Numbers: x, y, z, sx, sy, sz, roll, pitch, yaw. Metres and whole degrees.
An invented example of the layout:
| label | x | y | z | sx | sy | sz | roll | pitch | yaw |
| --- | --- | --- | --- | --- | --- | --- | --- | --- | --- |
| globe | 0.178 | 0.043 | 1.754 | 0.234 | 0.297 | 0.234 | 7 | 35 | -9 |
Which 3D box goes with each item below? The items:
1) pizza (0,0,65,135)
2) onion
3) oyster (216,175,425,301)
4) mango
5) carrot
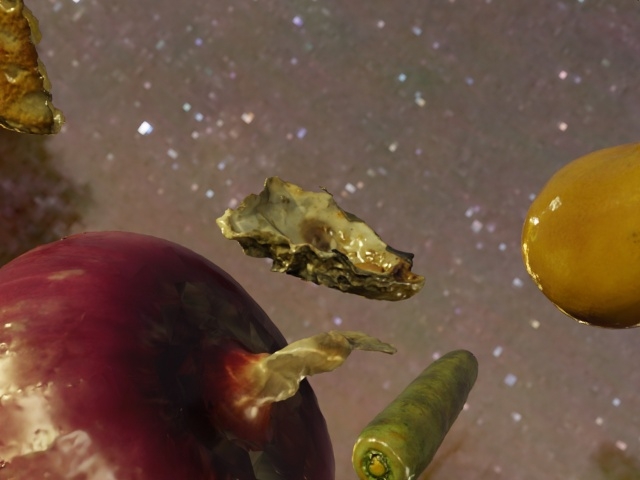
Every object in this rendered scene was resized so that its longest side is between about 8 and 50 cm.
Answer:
| label | x | y | z | sx | sy | sz | roll | pitch | yaw |
| --- | --- | --- | --- | --- | --- | --- | --- | --- | --- |
| pizza | -0.200 | -0.122 | 0.725 | 0.160 | 0.036 | 0.099 | 31 | -57 | 0 |
| onion | -0.071 | 0.081 | 0.519 | 0.177 | 0.177 | 0.153 | 39 | -37 | -10 |
| oyster | 0.004 | 0.007 | 0.978 | 0.148 | 0.103 | 0.051 | 24 | -59 | 18 |
| mango | 0.292 | -0.007 | 1.233 | 0.139 | 0.176 | 0.254 | 9 | -15 | -29 |
| carrot | 0.119 | 0.178 | 1.432 | 0.074 | 0.074 | 0.358 | 34 | 22 | 11 |
